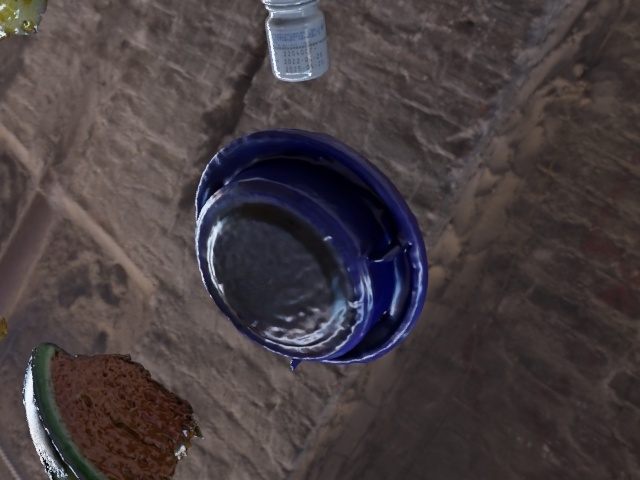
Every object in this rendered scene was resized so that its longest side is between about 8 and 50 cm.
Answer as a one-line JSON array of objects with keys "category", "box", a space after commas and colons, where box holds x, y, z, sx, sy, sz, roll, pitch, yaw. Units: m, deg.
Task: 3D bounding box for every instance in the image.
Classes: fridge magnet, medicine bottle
[{"category": "fridge magnet", "box": [-0.021, 0.017, 0.710, 0.265, 0.265, 0.112, 31, -141, 14]}, {"category": "medicine bottle", "box": [-0.043, -0.363, 1.194, 0.105, 0.168, 0.105, -5, -149, 3]}]

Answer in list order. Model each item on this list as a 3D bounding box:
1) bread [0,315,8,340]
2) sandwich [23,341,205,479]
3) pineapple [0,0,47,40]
[{"category": "bread", "box": [-0.908, 0.266, 1.730, 0.139, 0.077, 0.271, 12, -143, 28]}, {"category": "sandwich", "box": [-0.234, 0.205, 0.757, 0.235, 0.079, 0.159, 37, -144, 12]}, {"category": "pineapple", "box": [-0.510, -0.411, 0.929, 0.262, 0.262, 0.272, 12, -151, -49]}]
